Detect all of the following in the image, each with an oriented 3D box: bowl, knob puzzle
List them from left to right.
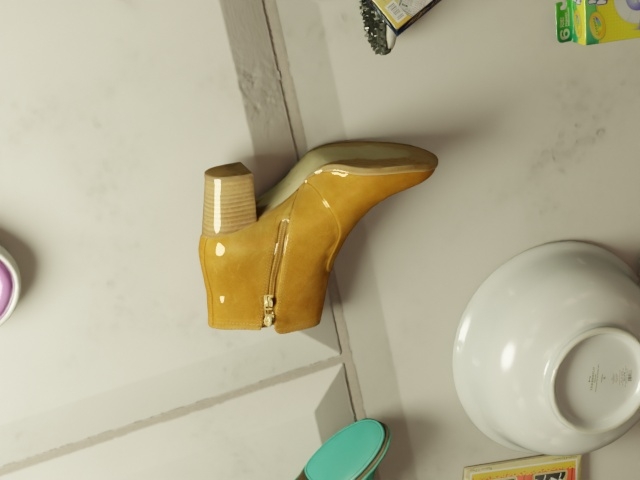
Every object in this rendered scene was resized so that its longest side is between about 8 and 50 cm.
[{"bbox_3d":[0.274,0.387,2.024,0.213,0.030,0.213,-5,107,-18],"label":"knob puzzle"},{"bbox_3d":[0.329,0.160,1.923,0.298,0.134,0.298,-5,107,-17],"label":"bowl"}]

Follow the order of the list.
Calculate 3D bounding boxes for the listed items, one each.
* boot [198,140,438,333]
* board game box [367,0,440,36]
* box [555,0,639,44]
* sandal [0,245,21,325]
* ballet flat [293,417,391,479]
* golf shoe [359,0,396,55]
[{"bbox_3d":[-0.001,0.000,1.794,0.295,0.104,0.211,-8,113,-11],"label":"boot"},{"bbox_3d":[0.071,-0.373,1.671,0.165,0.042,0.243,-39,86,1],"label":"board game box"},{"bbox_3d":[0.375,-0.302,1.859,0.179,0.043,0.105,-10,107,-14],"label":"box"},{"bbox_3d":[-0.515,-0.002,1.608,0.416,0.102,0.169,17,99,-22],"label":"sandal"},{"bbox_3d":[0.003,0.326,1.898,0.247,0.083,0.087,-44,138,-3],"label":"ballet flat"},{"bbox_3d":[0.097,-0.312,1.743,0.094,0.077,0.198,-2,107,-18],"label":"golf shoe"}]
